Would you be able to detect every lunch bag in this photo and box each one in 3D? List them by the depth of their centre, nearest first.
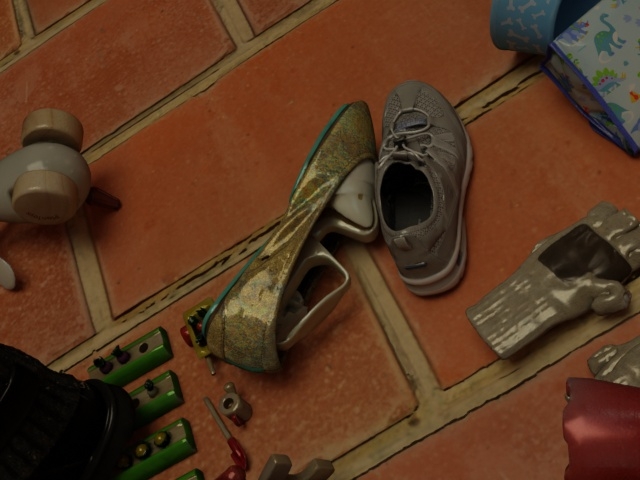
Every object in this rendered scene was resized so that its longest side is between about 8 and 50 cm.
[{"bbox_3d":[0.337,-0.185,1.037,0.129,0.096,0.151,-40,79,-1],"label":"lunch bag"}]

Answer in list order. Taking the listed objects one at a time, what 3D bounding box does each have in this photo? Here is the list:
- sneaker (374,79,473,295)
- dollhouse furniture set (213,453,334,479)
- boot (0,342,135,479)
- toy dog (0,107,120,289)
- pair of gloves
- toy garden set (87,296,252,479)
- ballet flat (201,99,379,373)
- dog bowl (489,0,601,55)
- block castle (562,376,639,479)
[{"bbox_3d":[0.113,-0.084,1.074,0.105,0.115,0.281,-17,53,18],"label":"sneaker"},{"bbox_3d":[-0.027,0.351,0.771,0.152,0.201,0.374,-57,40,18],"label":"dollhouse furniture set"},{"bbox_3d":[-0.376,0.263,0.997,0.131,0.260,0.348,21,83,42],"label":"boot"},{"bbox_3d":[-0.416,-0.046,1.344,0.333,0.161,0.220,-7,58,42],"label":"toy dog"},{"bbox_3d":[0.284,0.080,0.923,0.204,0.042,0.240,-42,51,-7],"label":"pair of gloves"},{"bbox_3d":[-0.170,0.190,1.090,0.203,0.049,0.244,-30,50,8],"label":"toy garden set"},{"bbox_3d":[0.000,0.000,1.086,0.123,0.123,0.349,19,69,36],"label":"ballet flat"},{"bbox_3d":[0.307,-0.340,1.117,0.074,0.166,0.297,30,76,26],"label":"dog bowl"},{"bbox_3d":[0.216,0.343,0.619,0.212,0.303,0.453,-2,59,20],"label":"block castle"}]
